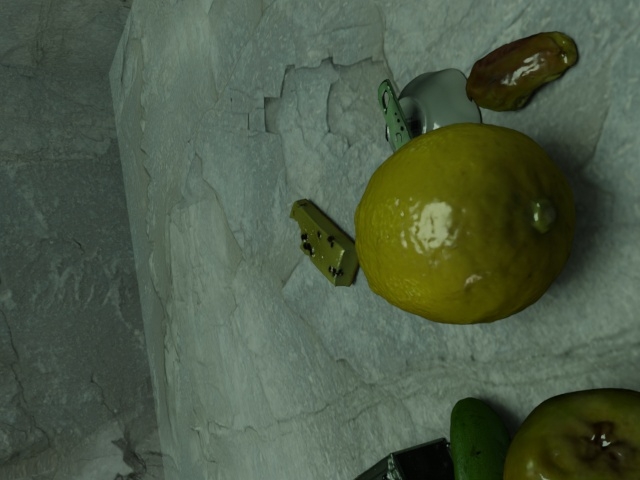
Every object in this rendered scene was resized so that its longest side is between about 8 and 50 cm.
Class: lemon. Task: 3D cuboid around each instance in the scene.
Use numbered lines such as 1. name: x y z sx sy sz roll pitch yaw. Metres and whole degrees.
1. lemon: 0.167 -0.017 0.757 0.320 0.245 0.245 168 98 -65

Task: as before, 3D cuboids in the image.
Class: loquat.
1. loquat: 0.303 0.264 0.618 0.213 0.213 0.246 36 165 52

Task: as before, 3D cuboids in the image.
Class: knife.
1. knife: 0.143 -0.098 0.905 0.043 0.020 0.293 -6 110 54

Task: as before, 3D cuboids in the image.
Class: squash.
1. squash: 0.208 0.289 0.760 0.292 0.082 0.082 -75 -3 -67

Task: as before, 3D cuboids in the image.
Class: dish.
1. dish: 0.154 -0.174 0.932 0.191 0.066 0.190 9 100 58

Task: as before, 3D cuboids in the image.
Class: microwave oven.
1. microwave oven: 0.151 0.435 0.928 0.163 0.129 0.205 -58 46 44

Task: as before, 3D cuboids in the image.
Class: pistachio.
1. pistachio: 0.248 -0.216 0.793 0.173 0.049 0.089 -8 86 59

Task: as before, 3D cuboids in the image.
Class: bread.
1. bread: 0.000 0.000 1.212 0.226 0.049 0.088 44 129 49
